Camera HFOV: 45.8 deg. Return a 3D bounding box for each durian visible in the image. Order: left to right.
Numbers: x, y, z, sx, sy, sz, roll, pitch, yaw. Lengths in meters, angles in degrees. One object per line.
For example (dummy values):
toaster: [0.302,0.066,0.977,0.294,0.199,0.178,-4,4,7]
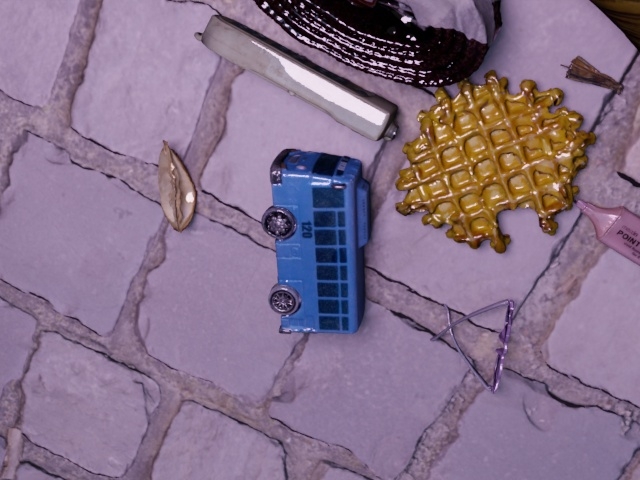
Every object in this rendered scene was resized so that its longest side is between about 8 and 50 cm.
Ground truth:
durian: [-0.208,-0.075,1.053,0.052,0.066,0.130,-5,100,13]

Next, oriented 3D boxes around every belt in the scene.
belt: [0.072,-0.301,0.862,0.289,0.164,0.184,27,140,0]

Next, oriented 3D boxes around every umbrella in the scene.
umbrella: [0.329,-0.199,0.920,0.083,0.020,0.031,21,74,3]

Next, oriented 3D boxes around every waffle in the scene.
waffle: [0.219,-0.096,0.965,0.229,0.051,0.231,21,112,6]

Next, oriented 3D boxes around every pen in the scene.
pen: [0.409,0.002,0.970,0.197,0.032,0.053,31,113,-2]

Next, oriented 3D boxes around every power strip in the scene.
power strip: [-0.027,-0.207,0.960,0.286,0.080,0.048,28,107,2]

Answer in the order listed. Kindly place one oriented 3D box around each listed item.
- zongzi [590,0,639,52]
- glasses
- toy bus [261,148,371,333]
zongzi: [0.398,-0.196,0.838,0.433,0.208,0.403,6,123,29]
glasses: [0.205,0.135,1.046,0.104,0.062,0.139,12,111,9]
toy bus: [0.000,0.000,1.011,0.134,0.116,0.233,2,112,11]
